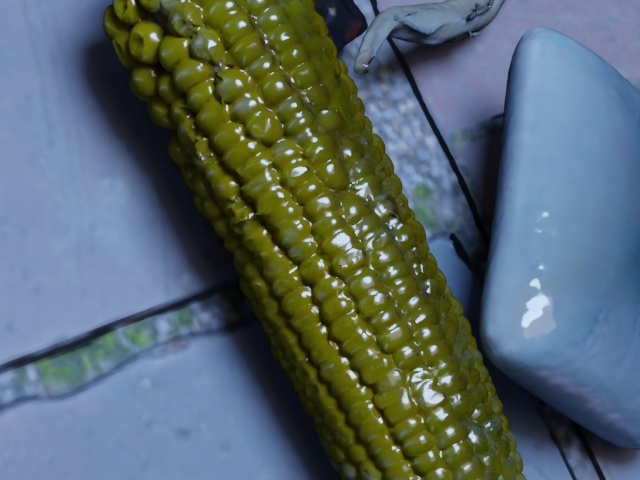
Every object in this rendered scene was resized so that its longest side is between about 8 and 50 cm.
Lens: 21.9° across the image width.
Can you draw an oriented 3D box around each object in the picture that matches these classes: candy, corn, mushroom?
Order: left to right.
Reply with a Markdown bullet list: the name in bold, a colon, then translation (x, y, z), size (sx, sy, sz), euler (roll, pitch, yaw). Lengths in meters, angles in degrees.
- **corn**: translation (0.000, 0.000, 0.718), size (0.097, 0.097, 0.319), euler (-25, 87, -32)
- **mushroom**: translation (0.087, -0.154, 0.841), size (0.068, 0.043, 0.306), euler (53, 48, -24)
- **candy**: translation (0.129, -0.001, 0.787), size (0.138, 0.071, 0.174), euler (34, 55, -42)

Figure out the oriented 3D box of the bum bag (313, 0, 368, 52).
- **bum bag**: translation (-0.013, -0.144, 0.793), size (0.058, 0.034, 0.124), euler (-9, 81, -36)
